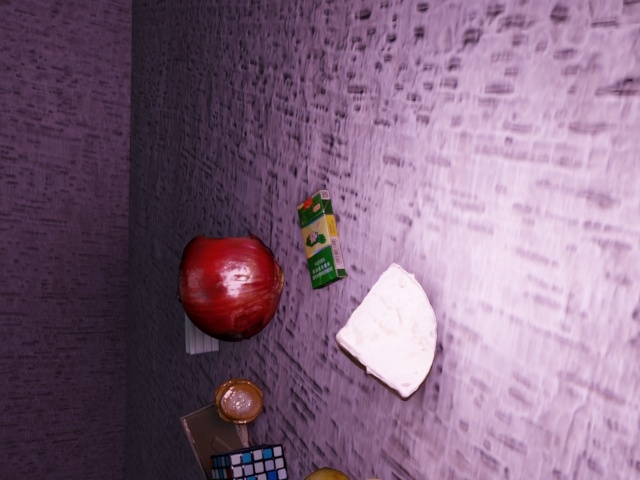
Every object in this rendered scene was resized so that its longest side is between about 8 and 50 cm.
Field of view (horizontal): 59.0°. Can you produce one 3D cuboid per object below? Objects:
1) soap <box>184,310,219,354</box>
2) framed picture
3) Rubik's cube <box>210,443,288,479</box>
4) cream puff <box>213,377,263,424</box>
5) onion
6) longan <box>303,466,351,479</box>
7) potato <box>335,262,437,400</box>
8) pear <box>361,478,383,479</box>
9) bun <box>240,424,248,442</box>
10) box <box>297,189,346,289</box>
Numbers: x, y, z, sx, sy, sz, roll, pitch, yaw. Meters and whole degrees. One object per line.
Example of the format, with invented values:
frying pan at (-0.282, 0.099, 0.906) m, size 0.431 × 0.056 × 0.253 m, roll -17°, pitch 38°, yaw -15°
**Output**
soap at (-0.453, 0.327, 2.156) m, size 0.066 × 0.119 × 0.198 m, roll 2°, pitch 93°, yaw 58°
framed picture at (-0.339, 0.711, 1.923) m, size 0.232 × 0.024 × 0.315 m, roll -29°, pitch 80°, yaw 26°
Rubik's cube at (-0.217, 0.736, 1.743) m, size 0.182 × 0.187 × 0.184 m, roll -35°, pitch 60°, yaw 54°
cream puff at (-0.269, 0.524, 1.844) m, size 0.165 × 0.150 × 0.115 m, roll 48°, pitch 159°, yaw -7°
onion at (-0.258, 0.139, 1.651) m, size 0.341 × 0.341 × 0.341 m, roll 6°, pitch 97°, yaw 58°
longan at (0.016, 0.650, 1.390) m, size 0.154 × 0.145 × 0.176 m, roll 101°, pitch 175°, yaw -48°
potato at (0.156, 0.203, 1.198) m, size 0.189 × 0.211 × 0.264 m, roll 36°, pitch 168°, yaw 10°
pear at (0.099, 0.646, 1.122) m, size 0.314 × 0.314 × 0.314 m, roll 6°, pitch 97°, yaw 58°
bun at (-0.345, 0.684, 1.999) m, size 0.222 × 0.127 × 0.222 m, roll -3°, pitch 87°, yaw 58°
box at (0.000, 0.000, 1.483) m, size 0.132 × 0.034 × 0.235 m, roll -32°, pitch 65°, yaw 55°
